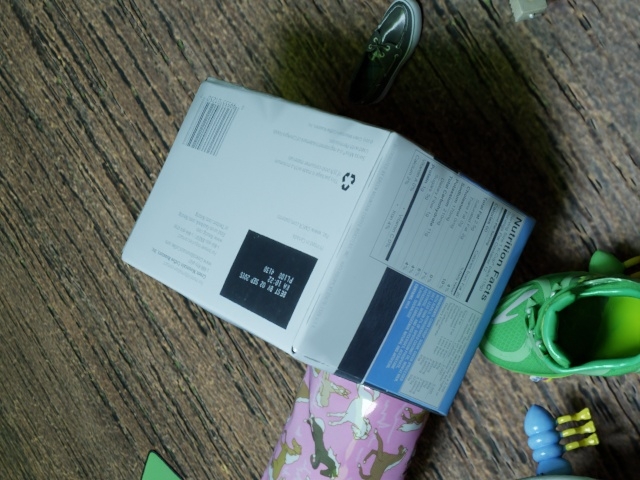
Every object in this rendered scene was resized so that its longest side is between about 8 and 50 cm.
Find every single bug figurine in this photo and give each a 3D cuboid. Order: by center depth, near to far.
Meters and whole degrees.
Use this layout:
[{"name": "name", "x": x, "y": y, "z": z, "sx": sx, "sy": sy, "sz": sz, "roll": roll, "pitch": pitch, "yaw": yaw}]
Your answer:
[{"name": "bug figurine", "x": 0.280, "y": 0.134, "z": 1.247, "sx": 0.279, "sy": 0.072, "sz": 0.216, "roll": -40, "pitch": 59, "yaw": 45}]

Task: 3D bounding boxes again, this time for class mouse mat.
[{"name": "mouse mat", "x": -0.223, "y": 0.437, "z": 1.934, "sx": 0.189, "sy": 0.007, "sz": 0.153, "roll": 40, "pitch": 130, "yaw": 25}]

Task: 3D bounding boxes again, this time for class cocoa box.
[{"name": "cocoa box", "x": 0.000, "y": 0.000, "z": 1.279, "sx": 0.347, "sy": 0.228, "sz": 0.231, "roll": 23, "pitch": 87, "yaw": 51}]

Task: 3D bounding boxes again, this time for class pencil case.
[{"name": "pencil case", "x": 0.003, "y": 0.297, "z": 1.494, "sx": 0.167, "sy": 0.160, "sz": 0.386, "roll": -113, "pitch": 42, "yaw": -65}]

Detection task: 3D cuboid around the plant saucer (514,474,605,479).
[{"name": "plant saucer", "x": 0.316, "y": 0.395, "z": 1.260, "sx": 0.400, "sy": 0.100, "sz": 0.401, "roll": 18, "pitch": 124, "yaw": 28}]

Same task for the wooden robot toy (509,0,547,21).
[{"name": "wooden robot toy", "x": 0.176, "y": -0.295, "z": 1.227, "sx": 0.173, "sy": 0.076, "sz": 0.079, "roll": 58, "pitch": 170, "yaw": 7}]

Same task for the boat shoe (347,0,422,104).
[{"name": "boat shoe", "x": 0.070, "y": -0.207, "z": 1.362, "sx": 0.049, "sy": 0.040, "sz": 0.142, "roll": 42, "pitch": 131, "yaw": 22}]

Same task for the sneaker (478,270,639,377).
[{"name": "sneaker", "x": 0.241, "y": 0.074, "z": 1.146, "sx": 0.295, "sy": 0.123, "sz": 0.110, "roll": -10, "pitch": 73, "yaw": 57}]
